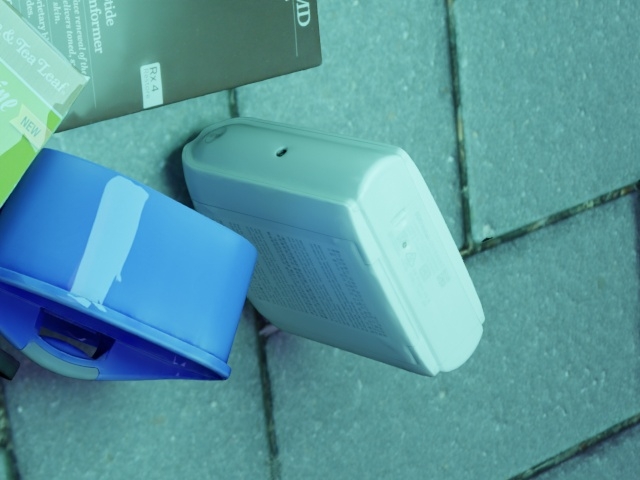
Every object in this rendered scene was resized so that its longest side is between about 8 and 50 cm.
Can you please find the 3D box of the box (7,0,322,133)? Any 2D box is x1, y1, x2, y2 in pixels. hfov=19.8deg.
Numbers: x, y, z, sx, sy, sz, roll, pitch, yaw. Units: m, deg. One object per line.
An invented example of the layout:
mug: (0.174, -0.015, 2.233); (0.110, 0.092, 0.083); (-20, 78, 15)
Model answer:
box: (-0.186, -0.228, 1.774); (0.381, 0.143, 0.191); (-20, 113, -38)

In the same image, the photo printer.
photo printer: (0.000, 0.000, 1.873); (0.107, 0.307, 0.256); (-45, 126, -26)

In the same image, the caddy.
caddy: (-0.223, 0.041, 1.737); (0.341, 0.241, 0.179); (28, 77, -41)

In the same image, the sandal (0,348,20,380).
sandal: (-0.402, 0.091, 1.695); (0.254, 0.097, 0.054); (20, 85, -32)

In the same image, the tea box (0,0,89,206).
tea box: (-0.423, -0.088, 1.468); (0.220, 0.329, 0.323); (44, 71, -38)
